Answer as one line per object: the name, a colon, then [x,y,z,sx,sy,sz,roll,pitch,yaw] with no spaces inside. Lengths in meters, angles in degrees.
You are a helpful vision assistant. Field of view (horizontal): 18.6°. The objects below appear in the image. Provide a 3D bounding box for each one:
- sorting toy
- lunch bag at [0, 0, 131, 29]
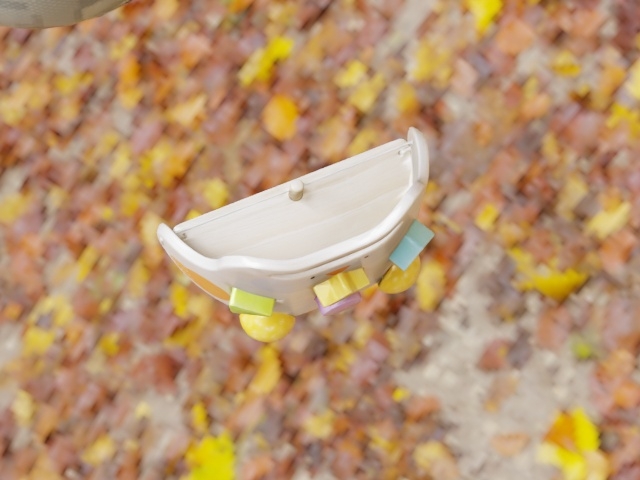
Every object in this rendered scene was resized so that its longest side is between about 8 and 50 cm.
sorting toy: [0.000,0.000,0.547,0.083,0.045,0.075,-21,-1,-5]
lunch bag: [-0.101,-0.229,0.408,0.305,0.256,0.212,40,73,21]
